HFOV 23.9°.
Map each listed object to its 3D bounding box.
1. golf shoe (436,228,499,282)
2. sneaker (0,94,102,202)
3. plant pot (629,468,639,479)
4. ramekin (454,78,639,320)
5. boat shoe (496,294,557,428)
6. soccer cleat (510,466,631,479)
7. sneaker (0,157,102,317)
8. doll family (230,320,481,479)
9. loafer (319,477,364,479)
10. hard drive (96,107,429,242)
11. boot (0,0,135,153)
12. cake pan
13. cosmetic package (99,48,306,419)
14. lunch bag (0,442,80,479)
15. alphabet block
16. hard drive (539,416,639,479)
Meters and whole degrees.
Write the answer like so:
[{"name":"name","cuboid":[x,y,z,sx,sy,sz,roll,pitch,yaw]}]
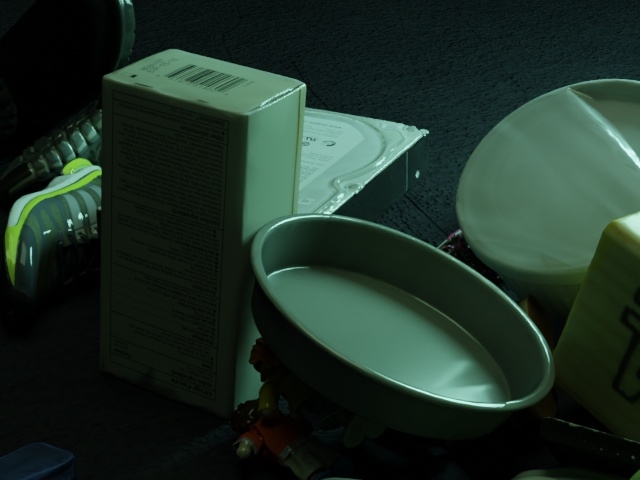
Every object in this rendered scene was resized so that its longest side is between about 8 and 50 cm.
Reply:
[{"name":"golf shoe","cuboid":[0.180,0.013,1.730,0.186,0.067,0.086,-24,5,-36]},{"name":"sneaker","cuboid":[-0.268,-0.085,1.830,0.228,0.132,0.086,-35,25,2]},{"name":"plant pot","cuboid":[0.309,0.260,1.030,0.276,0.276,0.254,2,13,-4]},{"name":"ramekin","cuboid":[0.292,-0.034,1.609,0.272,0.127,0.273,-16,45,17]},{"name":"boat shoe","cuboid":[0.188,0.127,1.480,0.073,0.073,0.207,-29,14,19]},{"name":"soccer cleat","cuboid":[0.253,0.225,1.280,0.196,0.068,0.076,8,17,11]},{"name":"sneaker","cuboid":[-0.258,-0.004,1.636,0.121,0.111,0.300,13,29,9]},{"name":"doll family","cuboid":[0.031,0.124,1.389,0.263,0.118,0.163,-14,33,-36]},{"name":"loafer","cuboid":[0.098,0.235,1.192,0.251,0.094,0.087,16,-9,-4]},{"name":"hard drive","cuboid":[-0.054,-0.058,1.647,0.237,0.064,0.339,12,30,26]},{"name":"boot","cuboid":[-0.392,-0.186,1.796,0.260,0.348,0.131,-18,70,-48]},{"name":"cake pan","cuboid":[0.066,0.076,1.344,0.293,0.054,0.293,20,25,-10]},{"name":"cosmetic package","cuboid":[-0.114,-0.007,1.425,0.160,0.309,0.113,18,29,25]},{"name":"lunch bag","cuboid":[-0.239,0.211,1.232,0.098,0.065,0.067,-20,19,-38]},{"name":"alphabet block","cuboid":[0.360,0.088,1.391,0.192,0.193,0.197,-16,45,-39]},{"name":"hard drive","cuboid":[0.244,0.187,1.309,0.094,0.022,0.135,15,-13,21]}]
